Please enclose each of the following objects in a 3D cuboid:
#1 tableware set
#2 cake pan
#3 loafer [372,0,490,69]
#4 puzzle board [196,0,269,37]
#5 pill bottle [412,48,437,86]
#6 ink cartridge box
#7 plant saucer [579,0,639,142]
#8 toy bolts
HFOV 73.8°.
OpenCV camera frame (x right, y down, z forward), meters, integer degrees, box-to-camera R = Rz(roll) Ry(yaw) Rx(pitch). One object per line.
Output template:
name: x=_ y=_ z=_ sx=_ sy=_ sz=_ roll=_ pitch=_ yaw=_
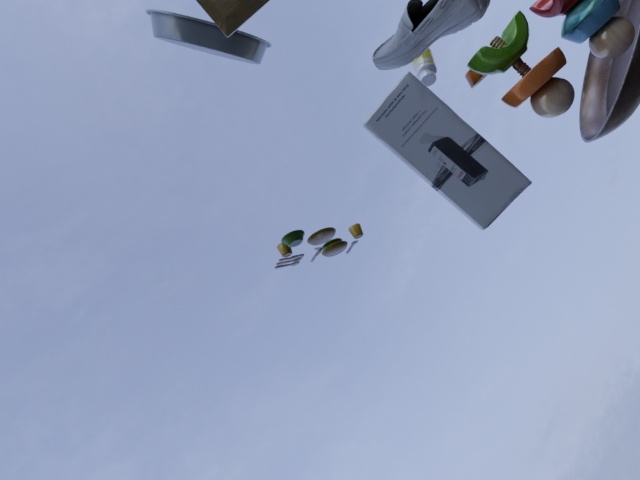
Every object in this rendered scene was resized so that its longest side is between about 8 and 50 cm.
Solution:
tableware set: x=0.000 y=0.000 z=0.684 sx=0.154 sy=0.104 sz=0.024 roll=-11 pitch=-117 yaw=-29
cake pan: x=-0.266 y=-0.483 z=1.025 sx=0.293 sy=0.293 sz=0.054 roll=2 pitch=-69 yaw=-34
loafer: x=0.229 y=-0.500 z=0.978 sx=0.112 sy=0.320 sz=0.112 roll=32 pitch=-118 yaw=-28
puzzle board: x=-0.154 y=-0.450 z=0.777 sx=0.128 sy=0.011 sz=0.096 roll=-41 pitch=-84 yaw=1
pill bottle: x=0.315 y=-0.524 z=1.288 sx=0.065 sy=0.065 sz=0.116 roll=18 pitch=-125 yaw=-35
ink cartridge box: x=0.216 y=-0.166 z=0.766 sx=0.273 sy=0.197 sz=0.114 roll=40 pitch=-70 yaw=-6
plant saucer: x=0.498 y=-0.317 z=0.701 sx=0.311 sy=0.050 sz=0.310 roll=9 pitch=-90 yaw=-73
toy bolts: x=0.373 y=-0.302 z=0.698 sx=0.228 sy=0.218 sz=0.158 roll=-44 pitch=-93 yaw=10
